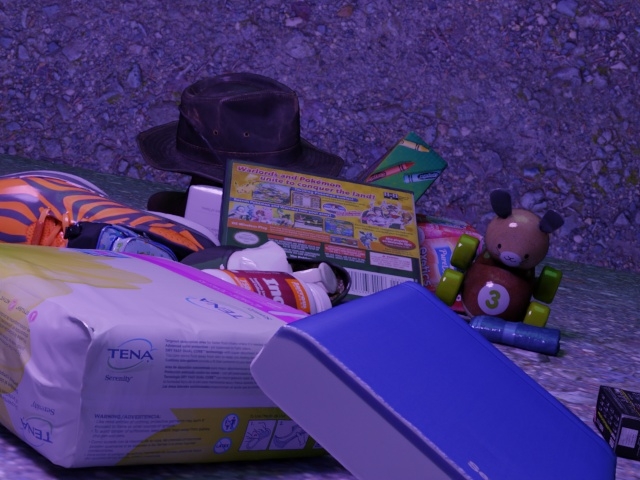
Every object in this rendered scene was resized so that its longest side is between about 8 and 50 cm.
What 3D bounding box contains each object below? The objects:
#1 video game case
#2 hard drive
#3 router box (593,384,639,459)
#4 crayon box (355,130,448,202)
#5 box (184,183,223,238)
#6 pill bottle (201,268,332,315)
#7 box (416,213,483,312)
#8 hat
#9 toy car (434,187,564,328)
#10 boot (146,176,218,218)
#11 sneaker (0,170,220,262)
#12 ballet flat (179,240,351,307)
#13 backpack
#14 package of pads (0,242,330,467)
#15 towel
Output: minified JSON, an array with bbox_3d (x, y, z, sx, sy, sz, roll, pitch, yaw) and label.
[{"bbox_3d":[0.000,0.000,1.460,0.275,0.035,0.248,10,42,-9],"label":"video game case"},{"bbox_3d":[0.094,0.115,0.691,0.210,0.040,0.319,41,12,11],"label":"hard drive"},{"bbox_3d":[0.304,0.170,0.985,0.092,0.038,0.122,11,6,5],"label":"router box"},{"bbox_3d":[0.079,-0.055,1.724,0.081,0.165,0.278,43,-18,-3],"label":"crayon box"},{"bbox_3d":[-0.103,-0.011,1.627,0.182,0.119,0.181,12,5,4],"label":"box"},{"bbox_3d":[-0.060,0.071,1.045,0.086,0.086,0.152,15,8,38],"label":"pill bottle"},{"bbox_3d":[0.174,0.029,1.720,0.128,0.122,0.257,9,6,1],"label":"box"},{"bbox_3d":[-0.120,-0.188,1.698,0.331,0.134,0.331,8,22,-3],"label":"hat"},{"bbox_3d":[0.260,0.016,1.477,0.155,0.188,0.149,22,46,10],"label":"toy car"},{"bbox_3d":[-0.197,-0.084,1.823,0.248,0.090,0.207,19,-35,20],"label":"boot"},{"bbox_3d":[-0.259,-0.003,1.214,0.321,0.124,0.180,10,5,-6],"label":"sneaker"},{"bbox_3d":[-0.056,0.044,1.195,0.096,0.095,0.280,-21,-11,29],"label":"ballet flat"},{"bbox_3d":[-0.182,0.042,1.018,0.084,0.105,0.114,10,-7,35],"label":"backpack"},{"bbox_3d":[-0.151,0.071,0.792,0.229,0.101,0.296,6,6,-41],"label":"package of pads"},{"bbox_3d":[0.256,0.122,1.427,0.119,0.029,0.067,12,7,14],"label":"towel"}]
